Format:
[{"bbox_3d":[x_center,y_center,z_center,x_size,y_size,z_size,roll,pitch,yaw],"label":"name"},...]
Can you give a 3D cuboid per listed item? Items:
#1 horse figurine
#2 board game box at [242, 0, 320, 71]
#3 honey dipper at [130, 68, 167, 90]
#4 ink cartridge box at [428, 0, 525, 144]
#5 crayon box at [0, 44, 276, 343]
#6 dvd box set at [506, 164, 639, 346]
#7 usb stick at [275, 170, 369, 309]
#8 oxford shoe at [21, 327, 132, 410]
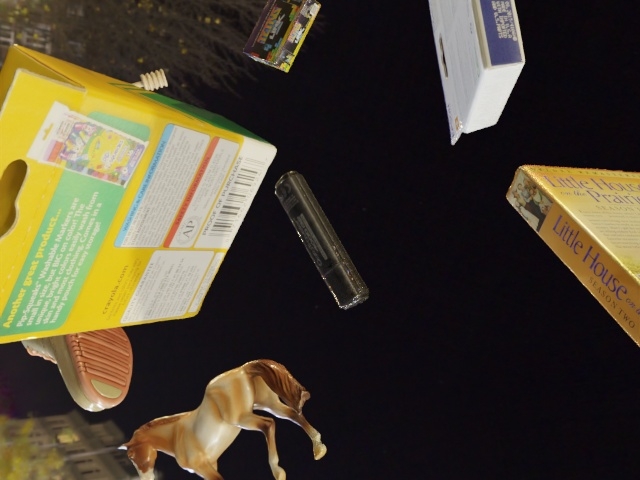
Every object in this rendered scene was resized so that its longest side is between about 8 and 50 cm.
[{"bbox_3d":[-0.104,0.222,0.756,0.263,0.066,0.174,-49,-117,20],"label":"horse figurine"},{"bbox_3d":[-0.092,-0.490,1.541,0.141,0.048,0.170,32,-83,43],"label":"board game box"},{"bbox_3d":[-0.332,-0.244,1.087,0.030,0.160,0.030,160,-90,-79],"label":"honey dipper"},{"bbox_3d":[0.167,-0.246,0.744,0.224,0.045,0.223,73,10,-80],"label":"ink cartridge box"},{"bbox_3d":[-0.182,-0.028,0.557,0.083,0.323,0.203,31,-79,21],"label":"crayon box"},{"bbox_3d":[0.456,0.047,0.796,0.420,0.307,0.062,-116,-146,-49],"label":"dvd box set"},{"bbox_3d":[0.000,0.000,1.237,0.278,0.045,0.077,60,-39,10],"label":"usb stick"},{"bbox_3d":[-0.450,0.177,1.195,0.146,0.140,0.397,-44,-138,4],"label":"oxford shoe"}]
